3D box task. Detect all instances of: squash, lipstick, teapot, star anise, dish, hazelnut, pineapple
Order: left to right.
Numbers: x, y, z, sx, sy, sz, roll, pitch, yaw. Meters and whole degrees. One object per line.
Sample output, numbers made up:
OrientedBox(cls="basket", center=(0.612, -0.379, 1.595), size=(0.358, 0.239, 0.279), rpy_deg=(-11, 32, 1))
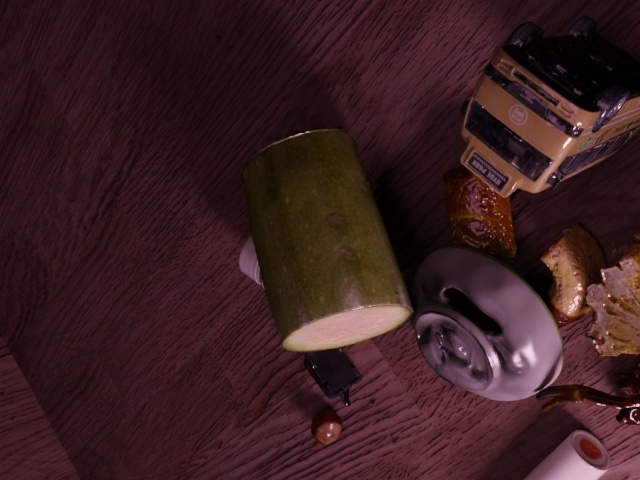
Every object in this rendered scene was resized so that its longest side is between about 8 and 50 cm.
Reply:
OrientedBox(cls="squash", center=(0.000, 0.000, 1.408), size=(0.263, 0.263, 0.384), rpy_deg=(-35, 61, 40))
OrientedBox(cls="hazelnut", center=(0.012, 0.443, 1.724), size=(0.086, 0.086, 0.086), rpy_deg=(12, 111, 36))
OrientedBox(cls="teapot", center=(0.019, 0.305, 1.674), size=(0.177, 0.087, 0.096), rpy_deg=(53, 152, 14))
OrientedBox(cls="dish", center=(0.269, 0.178, 1.324), size=(0.324, 0.124, 0.324), rpy_deg=(36, 146, 29))
OrientedBox(cls="lipstick", center=(0.422, 0.495, 1.393), size=(0.087, 0.087, 0.327), rpy_deg=(44, 126, 21))
OrientedBox(cls="pineapple", center=(0.505, 0.103, 1.137), size=(0.186, 0.114, 0.236), rpy_deg=(40, 155, 35))
OrientedBox(cls="star anise", center=(0.537, 0.282, 1.201), size=(0.346, 0.148, 0.237), rpy_deg=(8, 106, 27))

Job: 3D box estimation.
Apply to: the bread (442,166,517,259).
OrientedBox(cls="bread", center=(0.290, -0.050, 1.328), size=(0.132, 0.103, 0.172), rpy_deg=(0, 102, 37))

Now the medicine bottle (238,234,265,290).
OrientedBox(cls="medicine bottle", center=(-0.055, 0.078, 1.620), size=(0.252, 0.144, 0.144), rpy_deg=(31, 121, 25))

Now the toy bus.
OrientedBox(cls="toy bus", center=(0.361, -0.195, 1.058), size=(0.177, 0.365, 0.202), rpy_deg=(45, 129, 22))

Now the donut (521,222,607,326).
OrientedBox(cls="donut", center=(0.413, 0.083, 1.280), size=(0.141, 0.085, 0.217), rpy_deg=(44, 126, 20))
